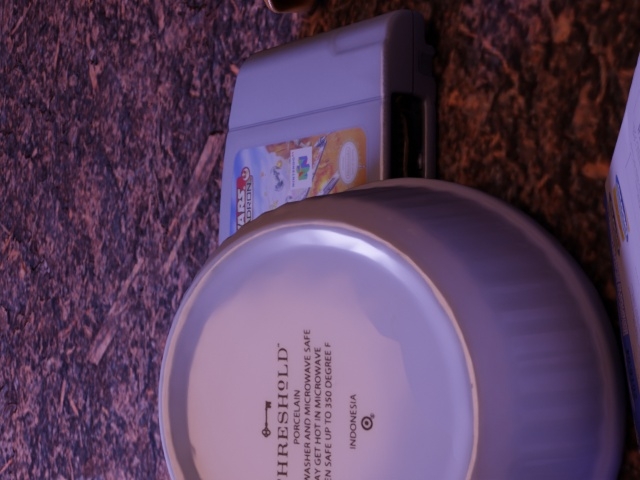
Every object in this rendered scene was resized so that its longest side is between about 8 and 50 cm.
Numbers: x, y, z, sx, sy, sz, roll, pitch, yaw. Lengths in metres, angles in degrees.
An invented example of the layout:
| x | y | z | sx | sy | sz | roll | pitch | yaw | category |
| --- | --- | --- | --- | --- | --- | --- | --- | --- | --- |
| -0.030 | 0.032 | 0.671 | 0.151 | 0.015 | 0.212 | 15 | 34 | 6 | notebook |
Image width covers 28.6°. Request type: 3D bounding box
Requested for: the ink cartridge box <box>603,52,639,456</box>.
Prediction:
| x | y | z | sx | sy | sz | roll | pitch | yaw | category |
| --- | --- | --- | --- | --- | --- | --- | --- | --- | --- |
| 0.172 | 0.033 | 0.549 | 0.311 | 0.065 | 0.185 | 59 | -157 | -77 | ink cartridge box |

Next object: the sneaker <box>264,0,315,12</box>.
| x | y | z | sx | sy | sz | roll | pitch | yaw | category |
| --- | --- | --- | --- | --- | --- | --- | --- | --- | --- |
| 0.036 | -0.246 | 0.834 | 0.290 | 0.106 | 0.123 | -36 | 63 | 57 | sneaker |

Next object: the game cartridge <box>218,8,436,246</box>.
| x | y | z | sx | sy | sz | roll | pitch | yaw | category |
| --- | --- | --- | --- | --- | --- | --- | --- | --- | --- |
| 0.000 | 0.000 | 0.892 | 0.198 | 0.062 | 0.297 | -5 | 83 | 48 | game cartridge |

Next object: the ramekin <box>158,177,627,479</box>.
| x | y | z | sx | sy | sz | roll | pitch | yaw | category |
| --- | --- | --- | --- | --- | --- | --- | --- | --- | --- |
| 0.027 | 0.093 | 0.725 | 0.273 | 0.127 | 0.272 | -2 | 87 | 33 | ramekin |
